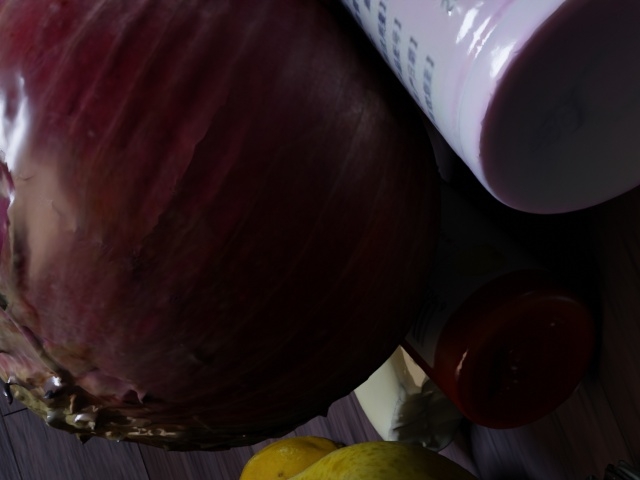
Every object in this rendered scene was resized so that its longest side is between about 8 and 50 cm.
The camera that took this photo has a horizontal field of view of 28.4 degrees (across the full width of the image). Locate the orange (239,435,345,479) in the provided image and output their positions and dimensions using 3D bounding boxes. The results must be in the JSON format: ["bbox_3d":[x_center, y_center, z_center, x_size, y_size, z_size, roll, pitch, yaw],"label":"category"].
[{"bbox_3d":[-0.013,0.276,1.323,0.154,0.134,0.154,55,177,4],"label":"orange"}]

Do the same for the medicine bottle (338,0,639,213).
[{"bbox_3d":[0.082,-0.150,0.636,0.152,0.152,0.254,94,153,-46],"label":"medicine bottle"}]

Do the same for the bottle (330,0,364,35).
[{"bbox_3d":[-0.020,-0.167,0.920,0.156,0.143,0.271,56,141,23],"label":"bottle"}]

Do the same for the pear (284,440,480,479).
[{"bbox_3d":[0.041,0.315,0.930,0.314,0.314,0.314,163,90,-71],"label":"pear"}]

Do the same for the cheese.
[{"bbox_3d":[0.051,0.065,1.035,0.249,0.071,0.163,-126,26,-45],"label":"cheese"}]

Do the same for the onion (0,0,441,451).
[{"bbox_3d":[-0.099,-0.020,0.745,0.353,0.354,0.353,163,90,-71],"label":"onion"}]

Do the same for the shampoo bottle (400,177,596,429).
[{"bbox_3d":[0.070,0.012,0.879,0.278,0.104,0.104,-133,32,-52],"label":"shampoo bottle"}]

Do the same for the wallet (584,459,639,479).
[{"bbox_3d":[0.250,0.247,0.669,0.317,0.044,0.169,-148,41,-65],"label":"wallet"}]
